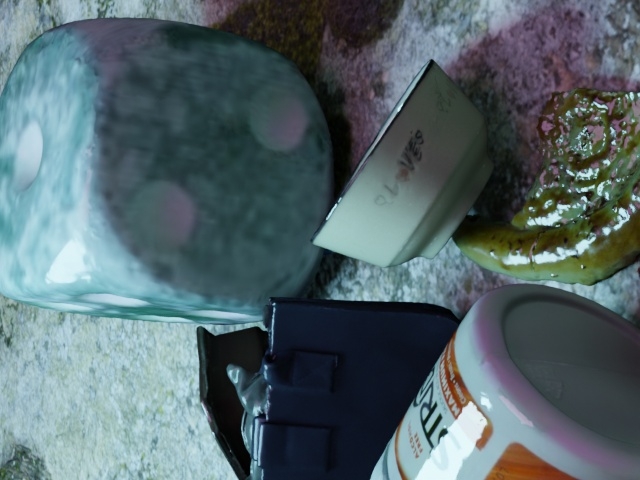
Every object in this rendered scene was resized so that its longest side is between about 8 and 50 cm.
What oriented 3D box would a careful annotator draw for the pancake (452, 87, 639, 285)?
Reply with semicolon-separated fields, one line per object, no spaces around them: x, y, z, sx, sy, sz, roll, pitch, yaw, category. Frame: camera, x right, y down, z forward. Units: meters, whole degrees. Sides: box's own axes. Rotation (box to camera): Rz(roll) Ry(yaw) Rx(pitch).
0.263;-0.064;1.462;0.376;0.054;0.197;-40;61;42;pancake

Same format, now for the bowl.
0.101;-0.064;1.554;0.126;0.238;0.238;34;126;0;bowl

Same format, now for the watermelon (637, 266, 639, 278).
0.331;0.082;1.349;0.158;0.121;0.098;14;124;53;watermelon

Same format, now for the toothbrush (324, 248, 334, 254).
-0.004;0.000;1.797;0.386;0.040;0.040;-1;91;51;toothbrush

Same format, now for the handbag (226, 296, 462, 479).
0.024;0.223;1.612;0.118;0.269;0.325;-118;33;-83;handbag

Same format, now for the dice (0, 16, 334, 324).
-0.200;-0.072;1.780;0.328;0.348;0.330;-8;74;55;dice

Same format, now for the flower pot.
-0.076;0.200;1.774;0.251;0.084;0.179;-105;-10;-65;flower pot

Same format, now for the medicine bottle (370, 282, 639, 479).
0.205;0.204;1.387;0.252;0.252;0.241;52;129;36;medicine bottle
